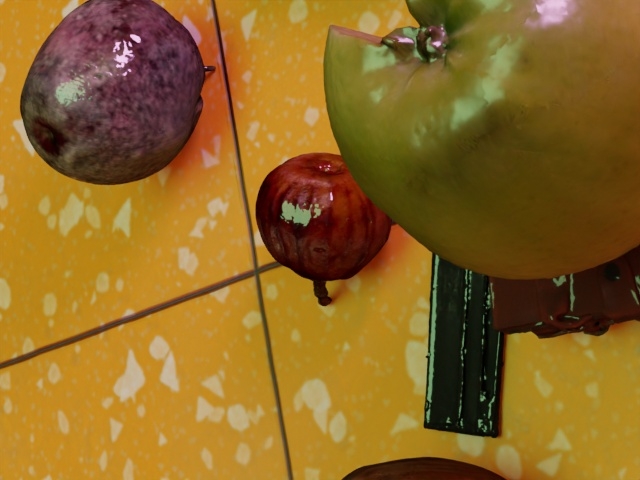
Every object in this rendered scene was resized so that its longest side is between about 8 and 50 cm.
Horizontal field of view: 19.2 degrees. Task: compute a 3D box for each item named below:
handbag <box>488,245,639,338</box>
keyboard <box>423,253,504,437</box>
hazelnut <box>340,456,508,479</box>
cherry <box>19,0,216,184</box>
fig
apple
[{"bbox_3d":[0.246,-0.067,1.524,0.260,0.084,0.276,-12,76,40],"label":"handbag"},{"bbox_3d":[0.129,0.046,1.677,0.087,0.017,0.251,3,90,42],"label":"keyboard"},{"bbox_3d":[0.103,0.265,1.570,0.186,0.210,0.210,-12,77,2],"label":"hazelnut"},{"bbox_3d":[-0.206,-0.146,1.877,0.195,0.195,0.195,-3,85,43],"label":"cherry"},{"bbox_3d":[-0.006,-0.016,1.740,0.150,0.128,0.128,-46,58,37],"label":"fig"},{"bbox_3d":[0.150,-0.094,1.384,0.295,0.257,0.233,-25,68,37],"label":"apple"}]
